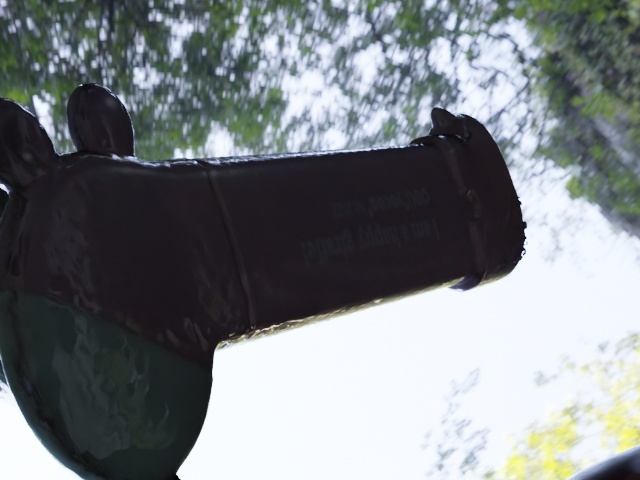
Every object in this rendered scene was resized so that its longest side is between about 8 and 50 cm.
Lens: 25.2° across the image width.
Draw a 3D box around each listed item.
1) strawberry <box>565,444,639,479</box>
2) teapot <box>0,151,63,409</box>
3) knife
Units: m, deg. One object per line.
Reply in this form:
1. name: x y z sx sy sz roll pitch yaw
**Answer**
1. strawberry: 0.134 0.209 0.528 0.295 0.345 0.317 51 -124 -12
2. teapot: -0.227 0.060 0.910 0.251 0.183 0.183 -32 -103 20
3. knife: -0.001 0.000 0.581 0.038 0.398 0.132 -16 -92 30
